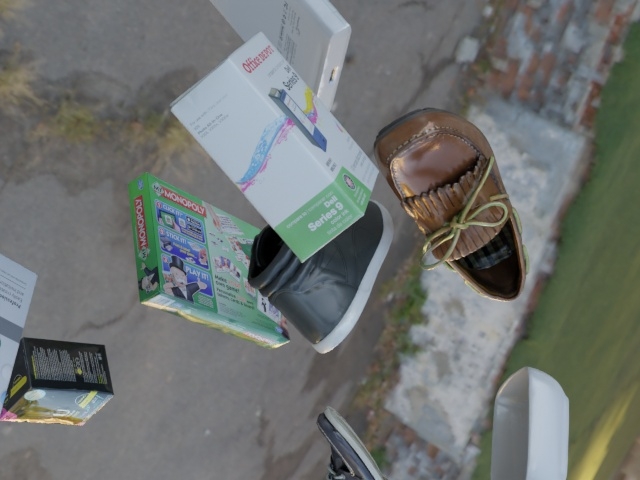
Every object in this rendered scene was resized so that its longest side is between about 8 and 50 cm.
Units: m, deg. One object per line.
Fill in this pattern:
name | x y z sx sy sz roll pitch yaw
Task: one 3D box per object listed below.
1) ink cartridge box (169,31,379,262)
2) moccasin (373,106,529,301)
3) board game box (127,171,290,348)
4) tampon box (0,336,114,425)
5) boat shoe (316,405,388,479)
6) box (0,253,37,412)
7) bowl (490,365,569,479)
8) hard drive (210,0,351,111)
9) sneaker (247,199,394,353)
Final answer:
ink cartridge box | -0.043 -0.104 1.100 0.093 0.212 0.154 -39 -170 21
moccasin | 0.175 -0.031 1.294 0.139 0.147 0.380 -24 144 7
board game box | -0.176 0.040 1.677 0.046 0.213 0.317 -28 147 26
tampon box | -0.462 0.246 1.784 0.161 0.101 0.120 12 138 -40
boat shoe | 0.041 0.284 1.217 0.065 0.075 0.206 -32 117 -1
box | -0.275 0.077 0.686 0.145 0.038 0.186 39 50 -43
bowl | 0.225 0.216 1.106 0.142 0.053 0.142 110 -12 -66
hard drive | -0.077 -0.339 1.470 0.040 0.307 0.203 -31 160 -23
sneaker | 0.000 0.000 1.326 0.104 0.147 0.295 -39 -163 34
